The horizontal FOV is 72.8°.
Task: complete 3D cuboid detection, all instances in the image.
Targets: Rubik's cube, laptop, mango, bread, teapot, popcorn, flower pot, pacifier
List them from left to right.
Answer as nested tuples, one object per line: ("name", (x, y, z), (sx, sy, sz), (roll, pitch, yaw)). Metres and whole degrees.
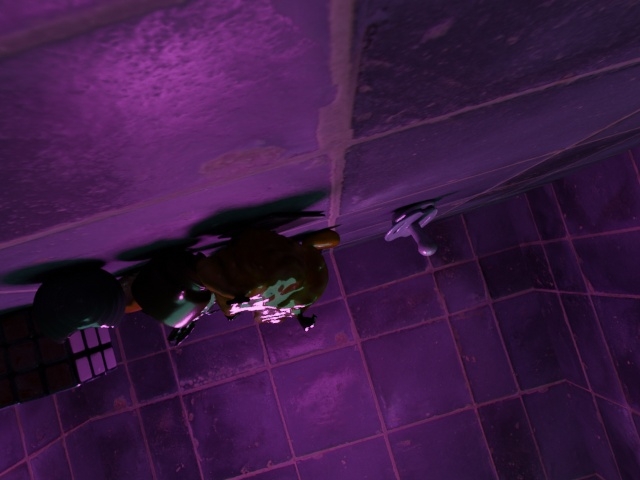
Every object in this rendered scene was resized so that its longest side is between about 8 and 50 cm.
("Rubik's cube", (-0.959, 0.385, 1.541), (0.305, 0.303, 0.301), (-15, 176, -3))
("flower pot", (-0.558, 0.149, 1.012), (0.189, 0.157, 0.243), (-15, 175, -31))
("bread", (-0.506, 0.140, 1.320), (0.246, 0.121, 0.174), (-23, 172, 22))
("teapot", (-0.358, 0.099, 1.128), (0.175, 0.185, 0.267), (-45, -162, 6))
("popcorn", (-0.130, 0.084, 1.099), (0.297, 0.281, 0.316), (-15, 141, 9))
("laptop", (-0.123, -0.040, 1.166), (0.188, 0.015, 0.269), (-18, 175, 27))
("mango", (0.000, 0.000, 1.723), (0.161, 0.076, 0.103), (-11, 179, -20))
("pacifier", (0.417, -0.042, 1.822), (0.287, 0.225, 0.238), (-13, 156, -48))

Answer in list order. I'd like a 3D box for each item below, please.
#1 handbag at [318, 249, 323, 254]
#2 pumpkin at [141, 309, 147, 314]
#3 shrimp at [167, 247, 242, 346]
("handbag", (-0.093, 0.148, 1.797), (0.118, 0.269, 0.326), (20, -167, 7))
("pumpkin", (-0.646, 0.228, 1.771), (0.202, 0.140, 0.202), (-8, -164, 2))
("shrimp", (-0.297, 0.173, 1.362), (0.445, 0.085, 0.272), (-45, 139, -2))
